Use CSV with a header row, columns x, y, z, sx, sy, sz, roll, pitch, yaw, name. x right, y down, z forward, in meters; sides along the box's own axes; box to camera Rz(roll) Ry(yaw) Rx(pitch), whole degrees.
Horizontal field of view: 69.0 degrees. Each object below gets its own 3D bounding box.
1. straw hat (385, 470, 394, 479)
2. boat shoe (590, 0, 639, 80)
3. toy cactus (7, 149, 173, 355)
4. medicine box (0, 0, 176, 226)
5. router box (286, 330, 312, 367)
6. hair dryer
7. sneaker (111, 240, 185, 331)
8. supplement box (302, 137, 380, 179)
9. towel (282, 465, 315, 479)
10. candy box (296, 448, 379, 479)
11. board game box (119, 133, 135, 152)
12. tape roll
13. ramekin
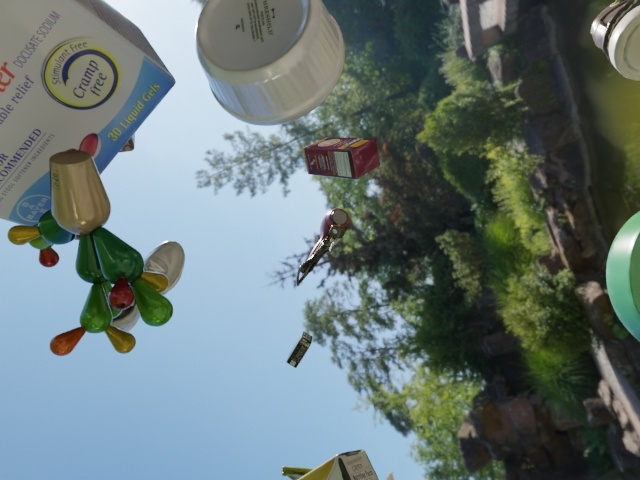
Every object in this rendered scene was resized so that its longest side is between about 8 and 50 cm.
x,y,z,sx,sy,sz,roll,pitch,yaw,name
0.118,0.439,0.711,0.144,0.061,0.145,18,-90,-81,straw hat
0.483,-0.263,0.512,0.097,0.324,0.117,-84,-22,-51,boat shoe
-0.232,0.006,0.447,0.112,0.219,0.181,-25,-48,-38,toy cactus
-0.361,-0.183,0.491,0.149,0.263,0.289,51,-168,31,medicine box
-0.065,0.340,1.462,0.038,0.092,0.122,31,179,1,router box
0.000,0.000,1.365,0.080,0.224,0.293,41,-161,0,hair dryer
-0.407,0.108,1.064,0.099,0.263,0.121,36,166,-3,sneaker
0.054,-0.226,1.260,0.104,0.188,0.081,-32,-60,-35,supplement box
-0.006,0.575,1.094,0.237,0.102,0.021,66,-152,-47,towel
0.024,0.363,0.471,0.071,0.159,0.234,31,-155,-55,candy box
-0.525,-0.327,0.938,0.141,0.231,0.291,-120,24,-50,board game box
0.721,0.071,0.878,0.077,0.321,0.322,76,177,-84,tape roll
-0.100,-0.355,0.838,0.127,0.272,0.273,46,-151,-69,ramekin
